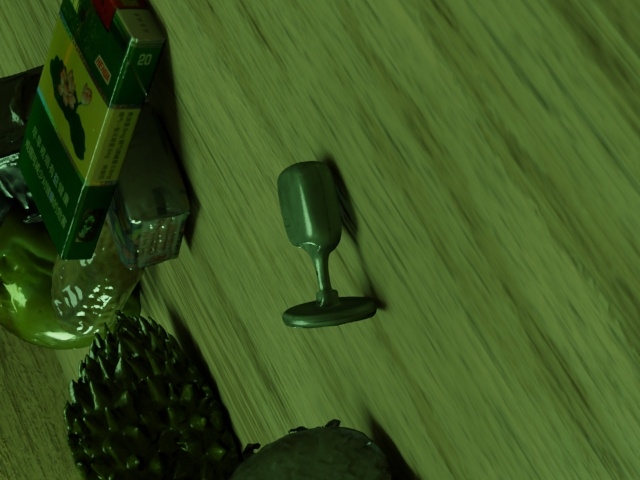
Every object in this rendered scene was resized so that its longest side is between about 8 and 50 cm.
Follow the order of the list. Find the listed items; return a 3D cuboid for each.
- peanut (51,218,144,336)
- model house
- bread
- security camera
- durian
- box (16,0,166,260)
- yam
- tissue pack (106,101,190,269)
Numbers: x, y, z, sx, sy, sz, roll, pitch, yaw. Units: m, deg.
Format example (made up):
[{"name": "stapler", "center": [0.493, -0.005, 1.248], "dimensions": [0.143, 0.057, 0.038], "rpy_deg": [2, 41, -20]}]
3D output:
[{"name": "peanut", "center": [-0.242, 0.032, 1.761], "dimensions": [0.093, 0.083, 0.194], "rpy_deg": [57, 140, 26]}, {"name": "model house", "center": [-0.325, -0.083, 1.740], "dimensions": [0.164, 0.203, 0.141], "rpy_deg": [65, -163, -54]}, {"name": "bread", "center": [-0.359, -0.015, 1.982], "dimensions": [0.376, 0.208, 0.251], "rpy_deg": [41, 153, 56]}, {"name": "security camera", "center": [0.000, 0.000, 0.920], "dimensions": [0.058, 0.058, 0.092], "rpy_deg": [-165, 68, -74]}, {"name": "durian", "center": [-0.156, 0.260, 1.682], "dimensions": [0.394, 0.163, 0.198], "rpy_deg": [63, 169, 2]}, {"name": "box", "center": [-0.193, -0.111, 1.326], "dimensions": [0.132, 0.034, 0.235], "rpy_deg": [59, 139, 38]}, {"name": "yam", "center": [0.009, 0.248, 1.078], "dimensions": [0.131, 0.131, 0.279], "rpy_deg": [-125, 18, -47]}, {"name": "tissue pack", "center": [-0.159, -0.046, 1.418], "dimensions": [0.148, 0.060, 0.108], "rpy_deg": [115, 137, -71]}]
